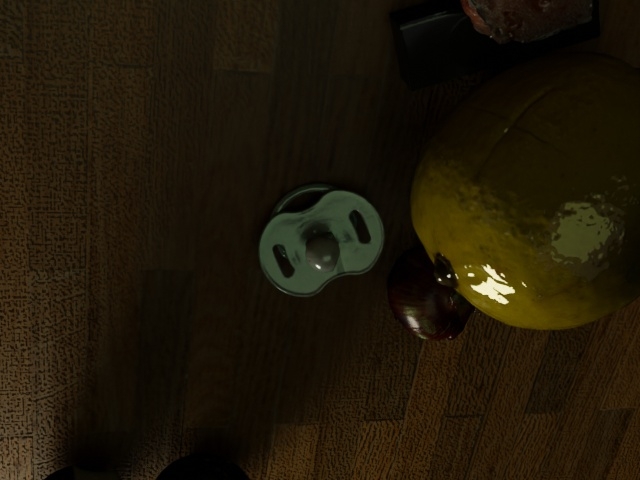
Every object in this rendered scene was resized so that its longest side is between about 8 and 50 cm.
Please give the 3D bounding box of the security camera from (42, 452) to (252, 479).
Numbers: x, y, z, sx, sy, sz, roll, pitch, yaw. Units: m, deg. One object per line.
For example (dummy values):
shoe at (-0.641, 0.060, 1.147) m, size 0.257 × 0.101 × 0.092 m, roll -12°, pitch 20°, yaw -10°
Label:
security camera at (-0.210, 0.374, 1.146) m, size 0.277 × 0.197 × 0.191 m, roll -3°, pitch 131°, yaw -20°

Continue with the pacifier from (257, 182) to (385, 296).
pacifier at (0.000, 0.000, 1.009) m, size 0.150 × 0.116 × 0.127 m, roll -17°, pitch 98°, yaw 0°

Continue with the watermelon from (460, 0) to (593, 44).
watermelon at (0.181, -0.307, 0.850) m, size 0.193 × 0.140 × 0.257 m, roll -26°, pitch 127°, yaw 9°

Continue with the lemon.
lemon at (0.246, -0.052, 0.942) m, size 0.297 × 0.297 × 0.297 m, roll -7°, pitch 123°, yaw -11°

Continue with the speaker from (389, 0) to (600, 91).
speaker at (0.187, -0.231, 0.951) m, size 0.218 × 0.044 × 0.082 m, roll -16°, pitch 124°, yaw -4°

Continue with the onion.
onion at (0.134, 0.059, 1.078) m, size 0.118 × 0.118 × 0.117 m, roll 33°, pitch 72°, yaw -29°
